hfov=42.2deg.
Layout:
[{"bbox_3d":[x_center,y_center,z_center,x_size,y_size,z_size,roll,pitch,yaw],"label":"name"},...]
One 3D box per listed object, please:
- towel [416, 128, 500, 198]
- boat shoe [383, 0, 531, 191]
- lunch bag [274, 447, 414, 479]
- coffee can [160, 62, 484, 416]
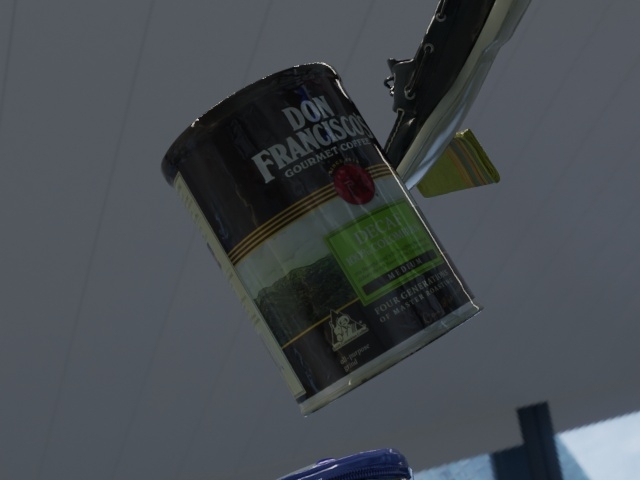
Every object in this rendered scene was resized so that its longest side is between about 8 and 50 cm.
[{"bbox_3d":[0.215,-0.126,1.438,0.021,0.102,0.237,-38,10,-21],"label":"towel"},{"bbox_3d":[0.137,-0.210,1.016,0.127,0.113,0.340,-25,-34,-60],"label":"boat shoe"},{"bbox_3d":[-0.012,0.195,0.432,0.176,0.090,0.219,-21,-33,-4],"label":"lunch bag"},{"bbox_3d":[0.000,0.000,0.803,0.201,0.275,0.201,-30,-9,-5],"label":"coffee can"}]
